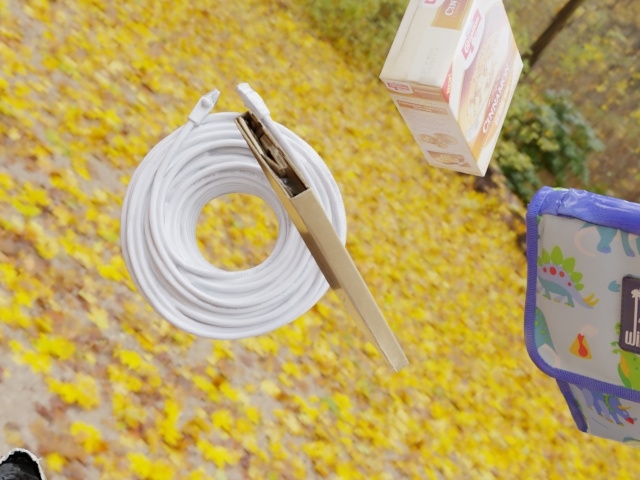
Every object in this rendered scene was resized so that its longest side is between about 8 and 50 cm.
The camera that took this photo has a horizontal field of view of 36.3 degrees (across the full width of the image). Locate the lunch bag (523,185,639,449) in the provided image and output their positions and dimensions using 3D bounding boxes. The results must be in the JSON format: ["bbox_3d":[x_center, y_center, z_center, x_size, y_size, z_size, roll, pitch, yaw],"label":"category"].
[{"bbox_3d":[0.171,0.041,0.450,0.128,0.096,0.151,14,-35,42],"label":"lunch bag"}]

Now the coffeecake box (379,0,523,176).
[{"bbox_3d":[0.139,-0.173,0.992,0.068,0.142,0.185,14,-16,27],"label":"coffeecake box"}]

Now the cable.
[{"bbox_3d":[-0.100,-0.015,1.118,0.257,0.257,0.089,45,-7,3],"label":"cable"}]

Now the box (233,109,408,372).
[{"bbox_3d":[0.000,0.000,0.827,0.201,0.021,0.164,61,-4,-34],"label":"box"}]

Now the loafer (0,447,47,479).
[{"bbox_3d":[-0.282,0.293,0.874,0.094,0.087,0.251,3,41,-23],"label":"loafer"}]
